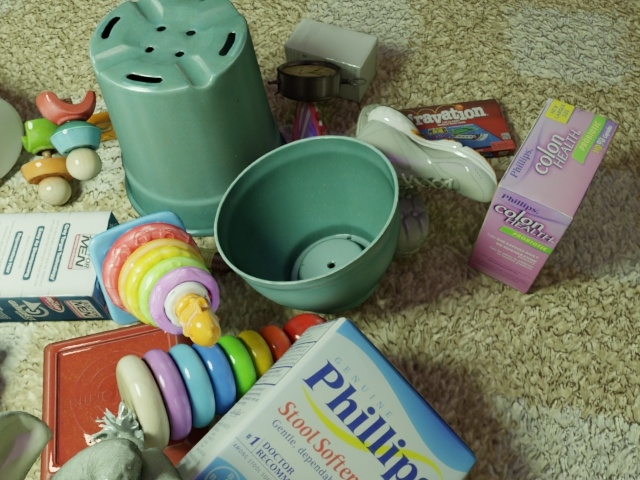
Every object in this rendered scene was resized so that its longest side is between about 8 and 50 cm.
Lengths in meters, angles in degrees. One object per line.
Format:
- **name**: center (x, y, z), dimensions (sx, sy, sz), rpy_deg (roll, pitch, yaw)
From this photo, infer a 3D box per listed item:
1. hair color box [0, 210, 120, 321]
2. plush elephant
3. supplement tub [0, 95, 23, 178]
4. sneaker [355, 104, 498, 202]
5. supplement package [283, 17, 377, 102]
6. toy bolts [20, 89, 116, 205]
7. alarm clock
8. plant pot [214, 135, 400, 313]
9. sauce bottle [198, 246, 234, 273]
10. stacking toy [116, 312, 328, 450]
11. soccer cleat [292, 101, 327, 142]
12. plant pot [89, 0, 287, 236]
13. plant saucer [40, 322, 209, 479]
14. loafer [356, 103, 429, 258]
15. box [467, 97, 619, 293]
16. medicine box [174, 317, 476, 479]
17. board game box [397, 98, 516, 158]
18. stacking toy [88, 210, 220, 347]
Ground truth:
- **hair color box**: center (-0.535, 0.048, 1.016), dimensions (0.348, 0.105, 0.173), rpy_deg (-1, 58, 2)
- **plush elephant**: center (-0.281, 0.321, 0.609), dimensions (0.256, 0.271, 0.330), rpy_deg (-14, 33, -30)
- **supplement tub**: center (-0.773, -0.247, 1.137), dimensions (0.316, 0.228, 0.228), rpy_deg (27, 63, 18)
- **sneaker**: center (0.167, -0.118, 0.986), dimensions (0.263, 0.099, 0.121), rpy_deg (32, 70, 20)
- **supplement package**: center (0.024, -0.396, 1.275), dimensions (0.179, 0.105, 0.105), rpy_deg (20, 60, 14)
- **toy bolts**: center (-0.451, -0.171, 1.114), dimensions (0.218, 0.228, 0.158), rpy_deg (-13, 84, -31)
- **alarm clock**: center (-0.003, -0.321, 1.176), dimensions (0.192, 0.064, 0.129), rpy_deg (2, 31, 7)
- **plant pot**: center (0.000, 0.000, 0.955), dimensions (0.293, 0.196, 0.292), rpy_deg (-10, 51, 12)
- **sauce bottle**: center (-0.192, 0.038, 1.049), dimensions (0.128, 0.042, 0.042), rpy_deg (12, 59, 6)
- **stacking toy**: center (-0.125, 0.187, 0.878), dimensions (0.331, 0.141, 0.141), rpy_deg (-18, 57, -29)
- **soccer cleat**: center (-0.029, -0.194, 1.170), dimensions (0.095, 0.083, 0.247), rpy_deg (-20, 57, 7)
- **plant pot**: center (-0.233, -0.234, 1.049), dimensions (0.342, 0.334, 0.340), rpy_deg (-1, 59, 1)
- **plant saucer**: center (-0.319, 0.247, 0.919), dimensions (0.259, 0.047, 0.259), rpy_deg (-12, 59, -5)
- **loafer**: center (0.125, -0.116, 1.090), dimensions (0.112, 0.111, 0.319), rpy_deg (-3, 61, -7)
- **box**: center (0.366, -0.068, 0.977), dimensions (0.117, 0.243, 0.213), rpy_deg (28, 62, 18)
- **medicine box**: center (0.004, 0.295, 0.761), dimensions (0.263, 0.149, 0.289), rpy_deg (47, 68, -3)
- **board game box**: center (0.243, -0.221, 1.204), dimensions (0.282, 0.027, 0.145), rpy_deg (-8, 57, -3)
- **stacking toy**: center (-0.218, 0.079, 0.872), dimensions (0.166, 0.175, 0.302), rpy_deg (-22, 27, -26)
